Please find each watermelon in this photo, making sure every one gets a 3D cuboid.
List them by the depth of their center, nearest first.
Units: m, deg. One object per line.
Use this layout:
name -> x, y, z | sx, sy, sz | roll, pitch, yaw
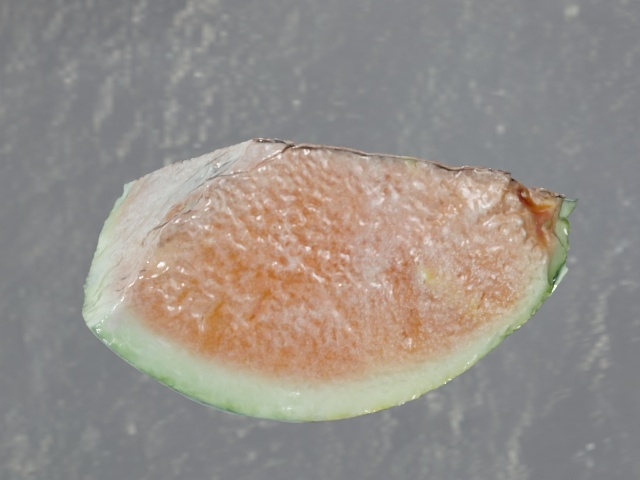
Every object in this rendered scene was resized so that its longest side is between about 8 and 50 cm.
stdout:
watermelon -> -0.007, 0.015, 0.929 | 0.146, 0.231, 0.128 | -161, 79, -72
